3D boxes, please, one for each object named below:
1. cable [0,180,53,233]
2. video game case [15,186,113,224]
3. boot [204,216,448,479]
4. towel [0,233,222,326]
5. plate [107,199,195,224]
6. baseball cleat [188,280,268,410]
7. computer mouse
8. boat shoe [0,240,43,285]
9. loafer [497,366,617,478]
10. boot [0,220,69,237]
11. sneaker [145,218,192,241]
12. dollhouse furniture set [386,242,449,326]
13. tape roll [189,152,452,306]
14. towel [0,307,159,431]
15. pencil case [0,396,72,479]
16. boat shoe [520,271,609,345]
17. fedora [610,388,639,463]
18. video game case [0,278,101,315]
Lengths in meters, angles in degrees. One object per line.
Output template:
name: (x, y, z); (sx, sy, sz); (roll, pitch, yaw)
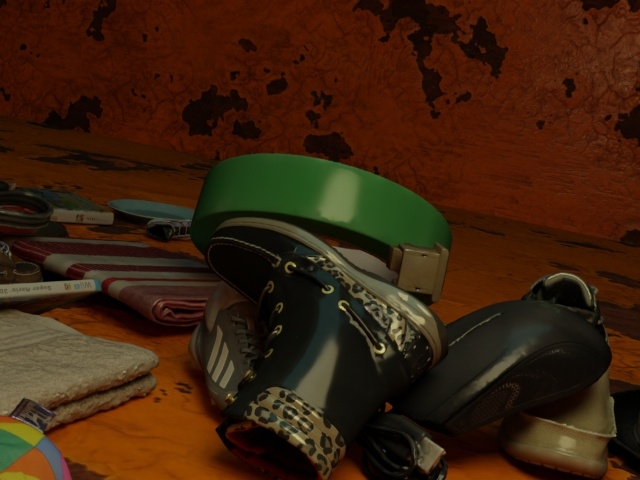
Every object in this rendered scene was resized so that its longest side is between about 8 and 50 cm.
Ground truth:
cable: (-0.432, -0.023, 1.078); (0.140, 0.072, 0.287); (21, 18, 15)
video game case: (-0.505, -0.066, 1.608); (0.206, 0.026, 0.227); (3, 10, -35)
boot: (-0.038, 0.081, 0.736); (0.236, 0.085, 0.178); (27, 48, 23)
towel: (-0.221, 0.047, 1.141); (0.329, 0.037, 0.237); (17, 7, 40)
plate: (-0.308, -0.048, 1.712); (0.188, 0.024, 0.188); (9, 10, -1)
baseball cleat: (-0.070, 0.095, 0.821); (0.072, 0.109, 0.206); (10, 10, -31)
computer mouse: (0.134, 0.110, 0.786); (0.272, 0.072, 0.188); (-19, 17, -22)
boat shoe: (-0.373, 0.033, 1.010); (0.066, 0.066, 0.183); (12, 8, 19)
loafer: (0.230, 0.148, 0.875); (0.102, 0.092, 0.268); (11, 9, 10)
boot: (-0.445, -0.042, 1.271); (0.082, 0.106, 0.219); (18, 12, 40)
sneaker: (-0.248, -0.013, 1.536); (0.098, 0.038, 0.069); (0, 12, -4)
dollhouse furniture set: (0.111, 0.070, 1.006); (0.101, 0.160, 0.182); (9, 10, -8)
tape roll: (0.000, 0.000, 1.132); (0.321, 0.077, 0.321); (13, -19, 5)
towel: (-0.276, 0.107, 0.726); (0.187, 0.049, 0.282); (13, 10, 21)
pencil case: (-0.186, 0.153, 0.397); (0.105, 0.104, 0.236); (11, 11, 7)
boat shoe: (0.318, 0.101, 1.166); (0.121, 0.119, 0.335); (12, 10, 16)
fedora: (0.436, 0.153, 0.875); (0.334, 0.152, 0.334); (10, 9, -2)
video game case: (-0.316, 0.062, 0.881); (0.119, 0.015, 0.166); (-20, -11, 34)
